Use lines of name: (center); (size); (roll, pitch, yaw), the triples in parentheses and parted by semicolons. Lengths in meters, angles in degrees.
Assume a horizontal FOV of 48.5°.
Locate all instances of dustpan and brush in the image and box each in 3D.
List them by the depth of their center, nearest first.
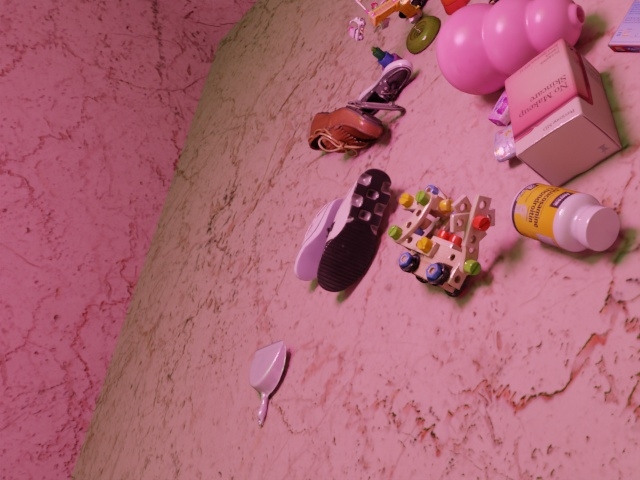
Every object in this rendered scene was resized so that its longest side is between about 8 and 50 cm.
dustpan and brush: (-0.146, 0.379, 1.870); (0.147, 0.060, 0.211); (-29, 33, 47)

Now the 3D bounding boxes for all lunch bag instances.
lunch bag: (0.407, -0.204, 1.503); (0.071, 0.053, 0.083); (-31, 29, 40)

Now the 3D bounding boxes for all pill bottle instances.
pill bottle: (0.428, -0.038, 1.247); (0.103, 0.103, 0.184); (-60, 27, -1)

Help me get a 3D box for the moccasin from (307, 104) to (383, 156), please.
moccasin: (0.061, -0.314, 2.107); (0.380, 0.139, 0.147); (14, 82, 59)

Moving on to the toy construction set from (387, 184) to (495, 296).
toy construction set: (0.259, -0.012, 1.478); (0.215, 0.151, 0.327); (-60, 16, -2)

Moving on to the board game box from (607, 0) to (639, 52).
board game box: (0.668, -0.408, 1.291); (0.145, 0.027, 0.281); (-60, 27, 2)

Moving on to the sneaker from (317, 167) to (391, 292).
sneaker: (0.082, -0.020, 1.827); (0.331, 0.122, 0.146); (-64, 9, -7)

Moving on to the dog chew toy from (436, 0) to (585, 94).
dog chew toy: (0.422, -0.447, 1.574); (0.331, 0.206, 0.207); (-9, 55, 47)

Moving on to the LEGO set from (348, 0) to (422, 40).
LEGO set: (0.194, -0.698, 2.107); (0.287, 0.107, 0.132); (-29, -20, -33)

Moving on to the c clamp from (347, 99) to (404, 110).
c clamp: (0.157, -0.388, 2.028); (0.137, 0.160, 0.022); (-81, -4, -75)

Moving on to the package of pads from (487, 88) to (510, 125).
package of pads: (0.418, -0.300, 1.600); (0.083, 0.032, 0.050); (-59, 26, 1)

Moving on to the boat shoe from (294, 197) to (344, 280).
boat shoe: (0.000, 0.000, 1.963); (0.258, 0.095, 0.084); (-56, 21, -17)

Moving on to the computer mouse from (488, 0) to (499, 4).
computer mouse: (0.508, -0.641, 1.746); (0.242, 0.041, 0.071); (-33, 82, 43)

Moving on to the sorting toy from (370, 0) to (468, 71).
sorting toy: (0.282, -0.651, 2.079); (0.365, 0.126, 0.127); (-44, 31, 26)

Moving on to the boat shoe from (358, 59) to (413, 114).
boat shoe: (0.187, -0.438, 2.082); (0.228, 0.080, 0.076); (-31, 44, 45)

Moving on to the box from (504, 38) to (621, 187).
box: (0.461, -0.247, 1.372); (0.148, 0.126, 0.232); (-36, 35, 37)

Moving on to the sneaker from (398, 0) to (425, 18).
sneaker: (0.324, -0.783, 2.204); (0.222, 0.083, 0.118); (-35, 41, 54)
